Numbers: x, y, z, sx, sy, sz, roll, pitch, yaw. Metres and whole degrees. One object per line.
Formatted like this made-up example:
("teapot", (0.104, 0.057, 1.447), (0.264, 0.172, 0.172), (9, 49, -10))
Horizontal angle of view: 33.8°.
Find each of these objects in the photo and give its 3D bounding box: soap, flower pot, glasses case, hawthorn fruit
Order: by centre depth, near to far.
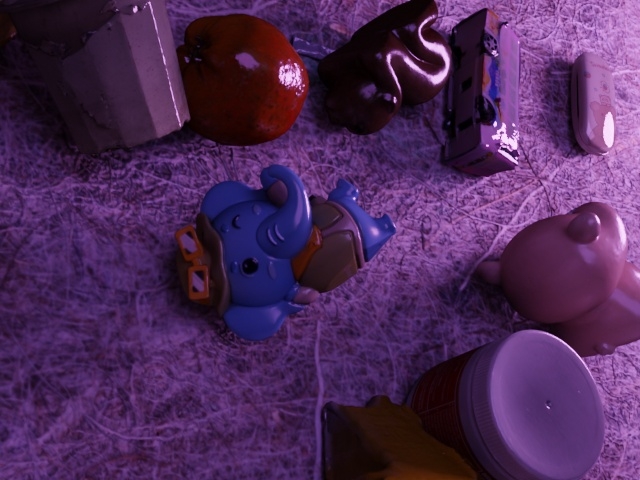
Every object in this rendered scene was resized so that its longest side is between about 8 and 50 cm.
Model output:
("soap", (0.136, 0.289, 1.195), (0.169, 0.339, 0.304), (11, 65, -32))
("flower pot", (-0.255, -0.213, 1.237), (0.212, 0.212, 0.202), (-30, 114, -39))
("hawthorn fruit", (-0.106, -0.209, 1.371), (0.189, 0.189, 0.189), (14, 62, -29))
("glasses case", (0.482, -0.242, 1.857), (0.081, 0.051, 0.204), (18, 60, -25))

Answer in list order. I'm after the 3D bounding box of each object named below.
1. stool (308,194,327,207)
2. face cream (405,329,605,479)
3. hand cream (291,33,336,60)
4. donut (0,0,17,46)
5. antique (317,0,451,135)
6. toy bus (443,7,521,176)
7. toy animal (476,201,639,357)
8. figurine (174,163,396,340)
("stool", (0.000, 0.000, 1.393), (0.110, 0.096, 0.096), (49, 51, -1))
("face cream", (0.238, 0.237, 1.384), (0.201, 0.187, 0.201), (15, 62, -29))
("hand cream", (-0.003, -0.281, 1.572), (0.093, 0.019, 0.030), (13, 64, -21))
("donut", (-0.438, -0.295, 1.248), (0.162, 0.065, 0.178), (50, 50, -6))
("antique", (0.100, -0.247, 1.561), (0.257, 0.121, 0.143), (-43, 123, -41))
("toy bus", (0.262, -0.233, 1.682), (0.112, 0.090, 0.274), (26, 57, -33))
("toy animal", (0.380, 0.067, 1.560), (0.229, 0.210, 0.221), (-16, 80, -56))
("figurine", (-0.052, -0.001, 1.285), (0.262, 0.154, 0.180), (-30, 104, -3))
